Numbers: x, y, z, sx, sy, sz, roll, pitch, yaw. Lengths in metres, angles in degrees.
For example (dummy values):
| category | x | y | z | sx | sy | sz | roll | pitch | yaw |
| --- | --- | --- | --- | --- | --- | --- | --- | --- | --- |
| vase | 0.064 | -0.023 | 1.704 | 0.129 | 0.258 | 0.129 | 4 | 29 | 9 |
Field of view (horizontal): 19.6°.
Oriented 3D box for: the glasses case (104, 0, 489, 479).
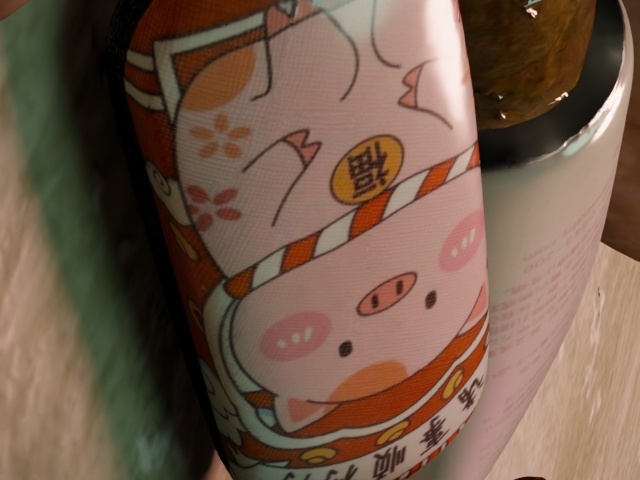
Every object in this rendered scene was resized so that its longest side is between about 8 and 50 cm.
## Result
| category | x | y | z | sx | sy | sz | roll | pitch | yaw |
| --- | --- | --- | --- | --- | --- | --- | --- | --- | --- |
| glasses case | 0.000 | 0.000 | 0.596 | 0.103 | 0.067 | 0.266 | -27 | 141 | -13 |

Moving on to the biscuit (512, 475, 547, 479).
| category | x | y | z | sx | sy | sz | roll | pitch | yaw |
| --- | --- | --- | --- | --- | --- | --- | --- | --- | --- |
| biscuit | 0.071 | 0.318 | 0.663 | 0.395 | 0.166 | 0.342 | -53 | 137 | -33 |

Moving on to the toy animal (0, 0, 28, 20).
| category | x | y | z | sx | sy | sz | roll | pitch | yaw |
| --- | --- | --- | --- | --- | --- | --- | --- | --- | --- |
| toy animal | -0.092 | -0.067 | 0.314 | 0.150 | 0.083 | 0.089 | 1 | 72 | -57 |

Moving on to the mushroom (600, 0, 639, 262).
| category | x | y | z | sx | sy | sz | roll | pitch | yaw |
| --- | --- | --- | --- | --- | --- | --- | --- | --- | --- |
| mushroom | 0.243 | -0.131 | 1.005 | 0.297 | 0.298 | 0.290 | 67 | 12 | -60 |

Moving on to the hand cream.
| category | x | y | z | sx | sy | sz | roll | pitch | yaw |
| --- | --- | --- | --- | --- | --- | --- | --- | --- | --- |
| hand cream | 0.068 | 0.006 | 0.808 | 0.185 | 0.118 | 0.358 | -61 | 162 | -24 |

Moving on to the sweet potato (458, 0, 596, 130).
| category | x | y | z | sx | sy | sz | roll | pitch | yaw |
| --- | --- | --- | --- | --- | --- | --- | --- | --- | --- |
| sweet potato | 0.026 | -0.168 | 0.581 | 0.112 | 0.085 | 0.285 | -45 | 124 | -56 |
